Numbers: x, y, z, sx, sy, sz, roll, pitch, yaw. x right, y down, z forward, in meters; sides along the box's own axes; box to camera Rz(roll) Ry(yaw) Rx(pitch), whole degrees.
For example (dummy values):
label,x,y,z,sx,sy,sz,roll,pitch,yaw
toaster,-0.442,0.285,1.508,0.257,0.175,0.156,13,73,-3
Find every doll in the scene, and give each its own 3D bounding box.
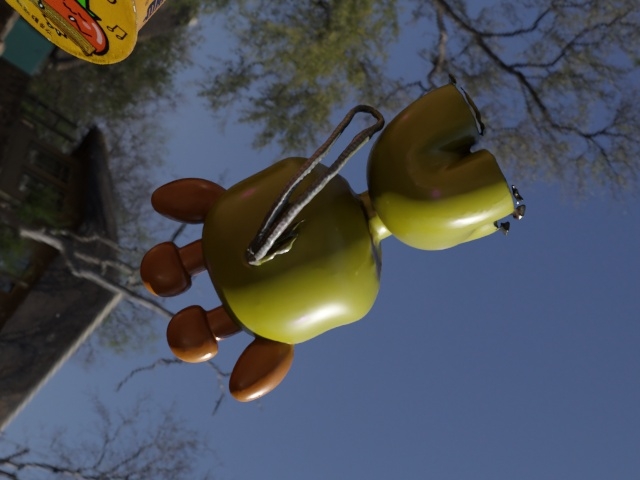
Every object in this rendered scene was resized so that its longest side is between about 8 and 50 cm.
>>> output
label,x,y,z,sx,sy,sz,roll,pitch,yaw
doll,0.000,0.000,0.469,0.221,0.143,0.135,-23,172,5

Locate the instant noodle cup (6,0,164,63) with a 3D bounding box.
label,x,y,z,sx,sy,sz,roll,pitch,yaw
instant noodle cup,-0.180,-0.281,0.648,0.172,0.216,0.216,-51,-157,-26
